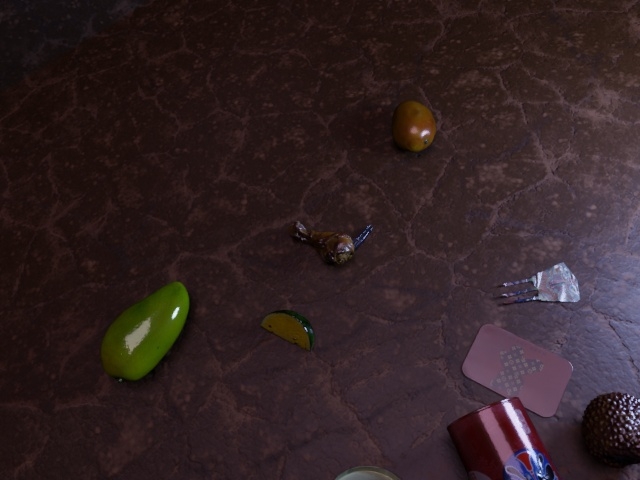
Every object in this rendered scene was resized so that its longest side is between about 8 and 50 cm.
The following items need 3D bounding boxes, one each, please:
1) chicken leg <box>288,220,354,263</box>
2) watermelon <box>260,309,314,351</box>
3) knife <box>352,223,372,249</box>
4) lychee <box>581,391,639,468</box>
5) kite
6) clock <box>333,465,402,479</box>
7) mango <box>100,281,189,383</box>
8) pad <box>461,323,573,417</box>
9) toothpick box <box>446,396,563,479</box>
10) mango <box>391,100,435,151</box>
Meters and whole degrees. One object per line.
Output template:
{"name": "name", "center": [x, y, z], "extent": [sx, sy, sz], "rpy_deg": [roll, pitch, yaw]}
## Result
{"name": "chicken leg", "center": [0.001, 0.002, 1.757], "extent": [0.251, 0.087, 0.107], "rpy_deg": [25, 87, 29]}
{"name": "watermelon", "center": [-0.093, 0.254, 1.639], "extent": [0.181, 0.075, 0.092], "rpy_deg": [25, 73, 20]}
{"name": "knife", "center": [0.129, -0.008, 1.776], "extent": [0.031, 0.018, 0.121], "rpy_deg": [36, 71, 23]}
{"name": "lychee", "center": [0.739, 0.461, 1.326], "extent": [0.188, 0.188, 0.188], "rpy_deg": [-4, 61, 8]}
{"name": "kite", "center": [0.646, 0.136, 1.609], "extent": [0.229, 0.016, 0.127], "rpy_deg": [-8, 58, 2]}
{"name": "clock", "center": [0.123, 0.668, 1.338], "extent": [0.235, 0.029, 0.235], "rpy_deg": [3, 34, -2]}
{"name": "mango", "center": [-0.533, 0.270, 1.665], "extent": [0.192, 0.156, 0.343], "rpy_deg": [31, 67, 14]}
{"name": "pad", "center": [0.547, 0.357, 1.511], "extent": [0.267, 0.004, 0.181], "rpy_deg": [25, 68, 22]}
{"name": "toothpick box", "center": [0.466, 0.572, 1.295], "extent": [0.204, 0.204, 0.333], "rpy_deg": [-22, 60, -2]}
{"name": "mango", "center": [0.327, -0.405, 1.898], "extent": [0.151, 0.120, 0.221], "rpy_deg": [-1, 54, 11]}
